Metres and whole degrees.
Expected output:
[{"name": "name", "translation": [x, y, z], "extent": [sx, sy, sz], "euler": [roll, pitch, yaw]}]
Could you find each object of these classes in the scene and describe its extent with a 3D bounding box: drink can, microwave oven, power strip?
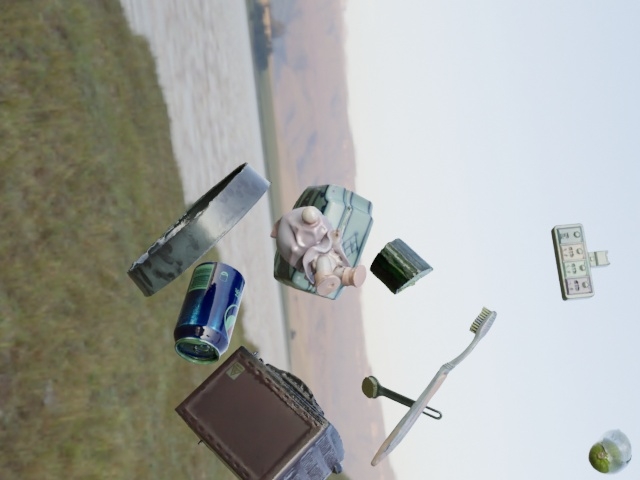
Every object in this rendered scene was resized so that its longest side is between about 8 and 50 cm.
[{"name": "drink can", "translation": [-0.231, 0.148, 1.821], "extent": [0.118, 0.118, 0.205], "euler": [87, 13, -51]}, {"name": "microwave oven", "translation": [-0.096, 0.335, 1.545], "extent": [0.247, 0.188, 0.178], "euler": [36, -22, 30]}, {"name": "power strip", "translation": [0.738, 0.060, 2.487], "extent": [0.061, 0.145, 0.216], "euler": [85, 0, -76]}]

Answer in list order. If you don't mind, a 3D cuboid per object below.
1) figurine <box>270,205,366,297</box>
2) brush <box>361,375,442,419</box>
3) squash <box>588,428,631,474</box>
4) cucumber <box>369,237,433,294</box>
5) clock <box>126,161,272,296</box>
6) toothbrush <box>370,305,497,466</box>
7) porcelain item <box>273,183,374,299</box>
[{"name": "figurine", "translation": [-0.009, 0.023, 1.898], "extent": [0.276, 0.133, 0.200], "euler": [51, -12, 50]}, {"name": "brush", "translation": [0.204, 0.407, 2.254], "extent": [0.266, 0.027, 0.062], "euler": [15, -74, 46]}, {"name": "squash", "translation": [0.692, 0.501, 2.087], "extent": [0.341, 0.094, 0.094], "euler": [9, 72, -66]}, {"name": "cucumber", "translation": [0.194, 0.061, 2.125], "extent": [0.115, 0.116, 0.062], "euler": [44, -17, 20]}, {"name": "clock", "translation": [-0.223, -0.023, 1.606], "extent": [0.061, 0.312, 0.312], "euler": [48, 4, -11]}, {"name": "toothbrush", "translation": [0.214, 0.280, 1.673], "extent": [0.037, 0.375, 0.028], "euler": [36, -2, 43]}, {"name": "porcelain item", "translation": [0.000, 0.000, 2.286], "extent": [0.281, 0.157, 0.286], "euler": [-68, -161, -4]}]
